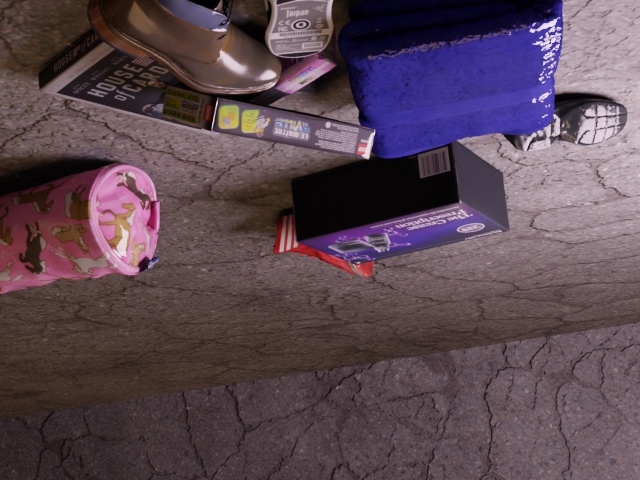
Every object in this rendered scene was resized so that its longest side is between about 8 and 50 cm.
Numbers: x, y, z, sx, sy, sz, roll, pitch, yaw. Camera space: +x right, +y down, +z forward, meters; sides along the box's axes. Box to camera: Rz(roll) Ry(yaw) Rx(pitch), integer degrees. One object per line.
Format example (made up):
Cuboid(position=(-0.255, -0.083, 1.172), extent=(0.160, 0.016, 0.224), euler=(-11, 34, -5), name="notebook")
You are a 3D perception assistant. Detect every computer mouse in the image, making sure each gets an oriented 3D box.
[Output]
Cuboid(position=(-0.022, -0.237, 1.007), extent=(0.106, 0.042, 0.193), euler=(-7, 158, -9), name="computer mouse")

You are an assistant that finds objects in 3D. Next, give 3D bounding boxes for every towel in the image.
Cuboid(position=(0.144, -0.185, 1.175), extent=(0.228, 0.076, 0.308), euler=(-10, 164, 6), name="towel")

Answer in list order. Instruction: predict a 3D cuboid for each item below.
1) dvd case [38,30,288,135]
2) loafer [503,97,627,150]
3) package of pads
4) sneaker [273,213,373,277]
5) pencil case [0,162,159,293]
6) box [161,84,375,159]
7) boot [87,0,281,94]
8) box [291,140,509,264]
Cuboid(position=(-0.159, -0.179, 1.183), extent=(0.239, 0.029, 0.179), euler=(10, 158, -41), name="dvd case")
Cuboid(position=(0.306, -0.154, 1.362), extent=(0.170, 0.062, 0.061), euler=(-6, -156, -18), name="loafer")
Cuboid(position=(-0.017, -0.193, 1.131), extent=(0.032, 0.050, 0.083), euler=(14, 156, -35), name="package of pads")
Cuboid(position=(0.000, 0.000, 1.772), extent=(0.128, 0.087, 0.221), euler=(-2, 153, 25), name="sneaker")
Cuboid(position=(-0.411, 0.002, 1.518), extent=(0.386, 0.160, 0.167), euler=(-12, 127, 25), name="pencil case")
Cuboid(position=(-0.055, -0.129, 1.180), extent=(0.207, 0.036, 0.114), euler=(7, -171, -37), name="box")
Cuboid(position=(-0.102, -0.200, 1.034), extent=(0.219, 0.082, 0.106), euler=(12, 159, -40), name="boot")
Cuboid(position=(0.117, -0.050, 1.568), extent=(0.261, 0.103, 0.184), euler=(-14, 164, 29), name="box")
